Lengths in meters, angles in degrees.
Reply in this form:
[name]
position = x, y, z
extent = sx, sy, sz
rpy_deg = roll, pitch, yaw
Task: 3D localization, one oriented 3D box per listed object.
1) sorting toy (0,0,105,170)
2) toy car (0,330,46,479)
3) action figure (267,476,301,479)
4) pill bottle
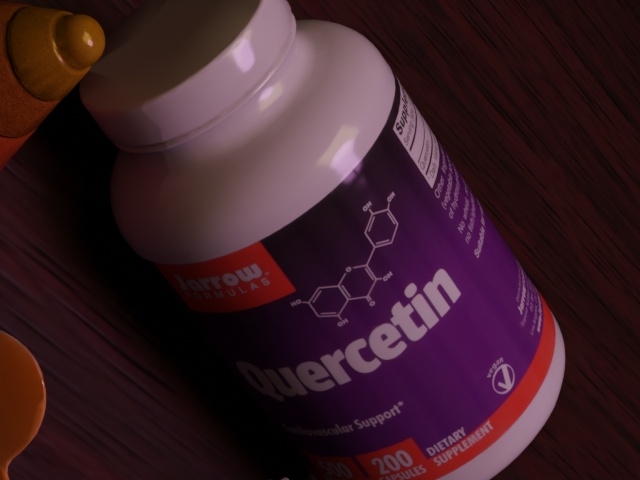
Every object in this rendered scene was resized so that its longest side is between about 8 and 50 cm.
[sorting toy]
position = -0.200, -0.204, 0.964
extent = 0.127, 0.126, 0.365
rpy_deg = -32, 106, -56
[toy car]
position = -0.197, 0.097, 0.749
extent = 0.219, 0.238, 0.210
rpy_deg = -19, 95, -57
[action figure]
position = 0.013, 0.226, 1.097
extent = 0.275, 0.164, 0.141
rpy_deg = -37, 153, -49
[pill bottle]
position = 0.000, 0.000, 1.139
extent = 0.323, 0.181, 0.181
rpy_deg = 53, 39, -31
